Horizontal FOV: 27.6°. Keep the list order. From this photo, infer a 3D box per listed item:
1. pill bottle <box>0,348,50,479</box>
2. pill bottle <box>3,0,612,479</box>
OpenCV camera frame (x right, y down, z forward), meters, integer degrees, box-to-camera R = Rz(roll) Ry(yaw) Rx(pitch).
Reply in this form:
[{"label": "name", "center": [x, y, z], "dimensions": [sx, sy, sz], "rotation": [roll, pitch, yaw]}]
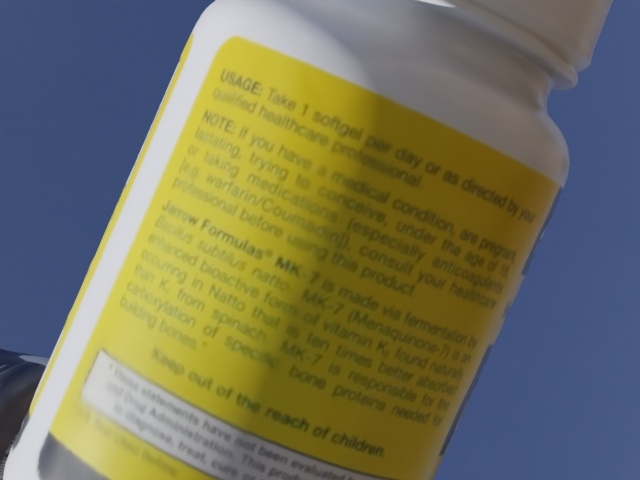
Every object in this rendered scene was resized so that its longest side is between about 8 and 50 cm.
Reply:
[{"label": "pill bottle", "center": [-0.184, 0.122, 0.704], "dimensions": [0.130, 0.245, 0.131], "rotation": [-7, -81, -51]}, {"label": "pill bottle", "center": [0.000, 0.000, 0.383], "dimensions": [0.119, 0.119, 0.209], "rotation": [21, -85, -44]}]
